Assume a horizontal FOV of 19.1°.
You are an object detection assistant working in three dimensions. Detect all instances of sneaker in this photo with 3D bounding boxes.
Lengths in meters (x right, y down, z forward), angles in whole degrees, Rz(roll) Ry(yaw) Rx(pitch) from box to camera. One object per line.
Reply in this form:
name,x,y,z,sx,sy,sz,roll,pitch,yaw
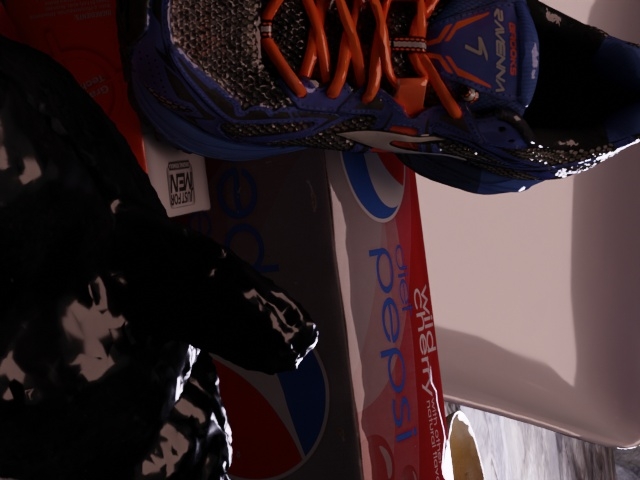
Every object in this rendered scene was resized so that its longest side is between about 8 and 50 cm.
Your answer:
sneaker,0.028,-0.065,0.631,0.221,0.087,0.083,4,83,-41

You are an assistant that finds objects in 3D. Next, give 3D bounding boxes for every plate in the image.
plate,0.056,-0.057,0.892,0.277,0.045,0.278,17,72,-37

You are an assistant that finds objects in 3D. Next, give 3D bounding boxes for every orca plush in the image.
orca plush,-0.052,0.044,0.468,0.151,0.102,0.287,-57,140,-53

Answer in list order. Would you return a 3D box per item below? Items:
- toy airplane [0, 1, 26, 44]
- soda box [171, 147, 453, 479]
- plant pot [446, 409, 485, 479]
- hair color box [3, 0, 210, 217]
toy airplane,-0.091,-0.004,0.548,0.151,0.028,0.151,-6,90,-77
soda box,-0.015,0.008,0.721,0.083,0.092,0.263,-8,91,-63
plant pot,0.091,0.233,1.277,0.236,0.032,0.236,-8,90,-79
hair color box,-0.074,-0.075,0.635,0.072,0.043,0.141,-17,100,-77
